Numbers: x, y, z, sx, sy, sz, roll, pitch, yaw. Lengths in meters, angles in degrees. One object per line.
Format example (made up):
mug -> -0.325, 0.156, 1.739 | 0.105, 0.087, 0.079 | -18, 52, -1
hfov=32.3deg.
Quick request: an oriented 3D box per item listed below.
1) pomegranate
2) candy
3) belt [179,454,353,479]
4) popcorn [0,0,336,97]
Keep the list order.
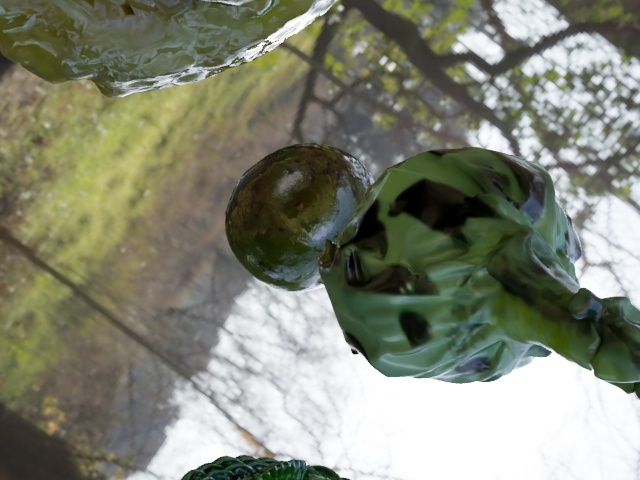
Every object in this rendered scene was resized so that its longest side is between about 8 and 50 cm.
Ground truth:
pomegranate -> 0.000, 0.000, 0.767 | 0.114, 0.142, 0.114 | -33, 164, -11
candy -> 0.081, 0.037, 0.298 | 0.091, 0.083, 0.305 | -33, -156, -8
belt -> -0.016, 0.158, 0.565 | 0.121, 0.151, 0.079 | 37, -68, 42
popcorn -> -0.080, -0.152, 0.365 | 0.174, 0.225, 0.286 | -37, 157, 6
